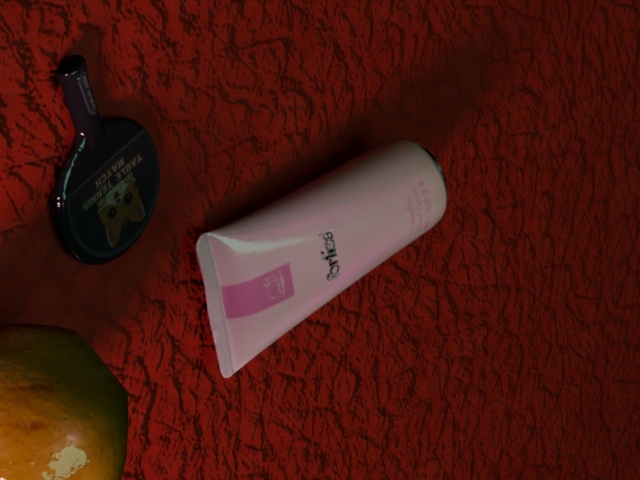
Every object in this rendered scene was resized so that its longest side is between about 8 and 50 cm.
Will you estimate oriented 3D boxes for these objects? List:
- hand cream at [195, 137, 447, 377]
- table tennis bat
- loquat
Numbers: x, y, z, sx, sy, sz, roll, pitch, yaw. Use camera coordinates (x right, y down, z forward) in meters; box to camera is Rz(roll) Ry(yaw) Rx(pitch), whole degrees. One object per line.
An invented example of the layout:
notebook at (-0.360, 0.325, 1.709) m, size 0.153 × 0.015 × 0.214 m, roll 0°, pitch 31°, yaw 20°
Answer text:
hand cream at (0.000, 0.000, 2.141) m, size 0.358 × 0.118 × 0.185 m, roll -34°, pitch 130°, yaw -36°
table tennis bat at (-0.223, -0.081, 1.854) m, size 0.150 × 0.027 × 0.236 m, roll -46°, pitch 140°, yaw -35°
loquat at (-0.295, 0.192, 1.707) m, size 0.246 × 0.213 × 0.213 m, roll -40°, pitch 134°, yaw -43°
